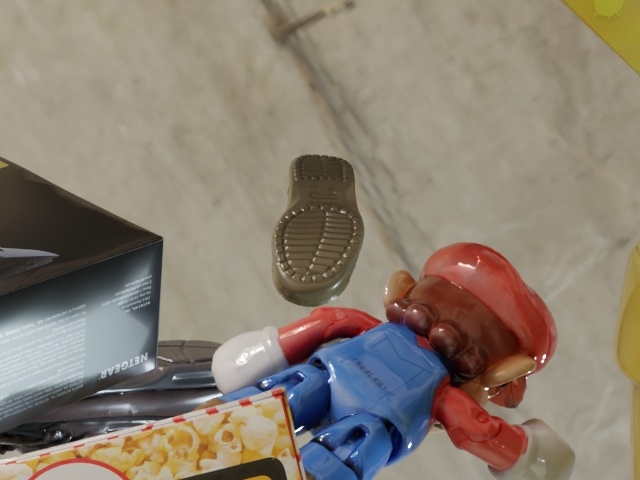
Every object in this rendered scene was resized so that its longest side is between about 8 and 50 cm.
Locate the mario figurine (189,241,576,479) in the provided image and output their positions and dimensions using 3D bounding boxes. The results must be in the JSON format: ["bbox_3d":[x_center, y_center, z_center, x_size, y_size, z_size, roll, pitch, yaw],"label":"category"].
[{"bbox_3d":[0.047,0.127,1.110,0.170,0.320,0.198,-24,-87,50],"label":"mario figurine"}]

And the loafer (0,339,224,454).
[{"bbox_3d":[-0.195,0.138,1.245,0.109,0.303,0.095,19,-71,56],"label":"loafer"}]

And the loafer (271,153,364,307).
[{"bbox_3d":[0.000,0.000,0.964,0.056,0.148,0.050,4,-58,5],"label":"loafer"}]

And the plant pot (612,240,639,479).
[{"bbox_3d":[0.314,0.140,1.077,0.254,0.254,0.239,23,-72,48],"label":"plant pot"}]

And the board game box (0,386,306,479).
[{"bbox_3d":[-0.058,0.157,0.487,0.045,0.147,0.193,100,-23,-74],"label":"board game box"}]

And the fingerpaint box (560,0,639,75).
[{"bbox_3d":[0.163,-0.398,1.459,0.445,0.163,0.371,36,18,-32],"label":"fingerpaint box"}]

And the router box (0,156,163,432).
[{"bbox_3d":[-0.269,0.030,0.763,0.243,0.309,0.081,25,-60,36],"label":"router box"}]
